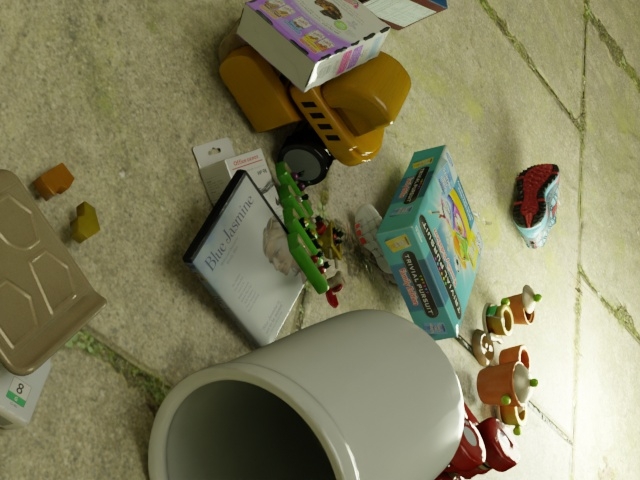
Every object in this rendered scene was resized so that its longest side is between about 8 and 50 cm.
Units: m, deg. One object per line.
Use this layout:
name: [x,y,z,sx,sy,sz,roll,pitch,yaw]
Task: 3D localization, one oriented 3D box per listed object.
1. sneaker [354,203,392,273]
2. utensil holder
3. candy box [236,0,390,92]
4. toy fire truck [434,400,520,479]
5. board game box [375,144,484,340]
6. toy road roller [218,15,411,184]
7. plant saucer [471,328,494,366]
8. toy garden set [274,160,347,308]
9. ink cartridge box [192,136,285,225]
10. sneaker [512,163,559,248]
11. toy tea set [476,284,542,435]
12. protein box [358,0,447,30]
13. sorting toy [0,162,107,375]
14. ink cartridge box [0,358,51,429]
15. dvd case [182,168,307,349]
sneaker: [0.112,-0.010,2.081,0.065,0.061,0.158,-74,143,-56]
utensil holder: [-0.006,0.288,1.562,0.385,0.327,0.328,-21,93,-58]
candy box: [-0.010,-0.348,1.782,0.165,0.070,0.196,43,49,18]
toy fire truck: [0.215,0.335,1.992,0.302,0.169,0.254,17,44,-51]
board game box: [0.228,0.000,2.142,0.254,0.079,0.336,65,28,-24]
toy road roller: [0.005,-0.279,1.879,0.330,0.240,0.202,53,39,-25]
plant saucer: [0.356,0.232,2.333,0.083,0.015,0.083,27,55,-46]
toy garden set: [0.000,0.000,1.830,0.204,0.049,0.244,57,13,-37]
ink cartridge box: [-0.130,-0.086,1.768,0.104,0.060,0.180,-26,98,-53]
sneaker: [0.536,-0.084,2.666,0.262,0.104,0.125,-63,143,-40]
toy tea set: [0.431,0.238,2.309,0.200,0.124,0.336,40,49,-48]
protein box: [0.149,-0.582,2.293,0.201,0.136,0.200,6,71,-52]
sorting toy: [-0.374,0.019,1.377,0.229,0.041,0.307,54,27,-9]
ink cartridge box: [-0.403,0.093,1.331,0.181,0.056,0.225,44,46,-35]
dvd case: [-0.107,0.036,1.700,0.180,0.022,0.253,-61,138,-27]
